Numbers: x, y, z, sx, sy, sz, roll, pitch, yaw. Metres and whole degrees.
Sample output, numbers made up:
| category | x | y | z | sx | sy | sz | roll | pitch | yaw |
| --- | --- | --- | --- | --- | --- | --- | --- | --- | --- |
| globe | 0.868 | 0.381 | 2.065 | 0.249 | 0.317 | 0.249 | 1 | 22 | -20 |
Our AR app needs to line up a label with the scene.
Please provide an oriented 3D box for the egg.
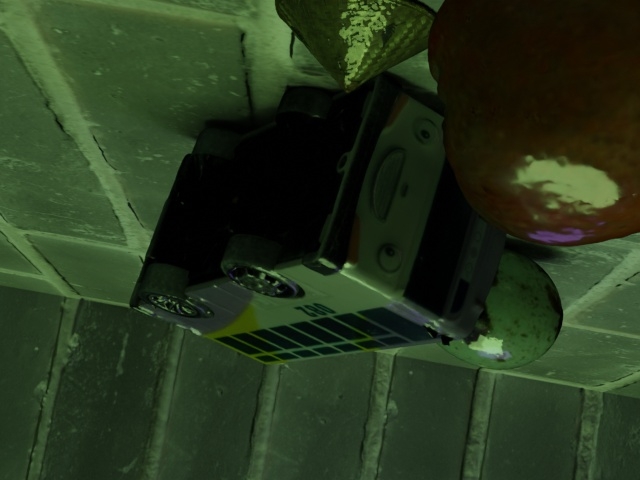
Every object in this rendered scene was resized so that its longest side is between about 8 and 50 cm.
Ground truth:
| category | x | y | z | sx | sy | sz | roll | pitch | yaw |
| --- | --- | --- | --- | --- | --- | --- | --- | --- | --- |
| egg | 0.219 | 0.085 | 1.943 | 0.231 | 0.169 | 0.169 | 21 | 169 | 3 |

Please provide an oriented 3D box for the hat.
| category | x | y | z | sx | sy | sz | roll | pitch | yaw |
| --- | --- | --- | --- | --- | --- | --- | --- | --- | --- |
| hat | 0.028 | -0.153 | 1.168 | 0.146 | 0.067 | 0.146 | 10 | 169 | 2 |

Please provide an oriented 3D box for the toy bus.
| category | x | y | z | sx | sy | sz | roll | pitch | yaw |
| --- | --- | --- | --- | --- | --- | --- | --- | --- | --- |
| toy bus | 0.000 | 0.000 | 1.490 | 0.249 | 0.209 | 0.440 | 28 | 159 | -24 |

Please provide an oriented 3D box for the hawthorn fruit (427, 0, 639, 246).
| category | x | y | z | sx | sy | sz | roll | pitch | yaw |
| --- | --- | --- | --- | --- | --- | --- | --- | --- | --- |
| hawthorn fruit | 0.208 | -0.107 | 0.948 | 0.262 | 0.210 | 0.210 | -12 | 162 | 16 |
